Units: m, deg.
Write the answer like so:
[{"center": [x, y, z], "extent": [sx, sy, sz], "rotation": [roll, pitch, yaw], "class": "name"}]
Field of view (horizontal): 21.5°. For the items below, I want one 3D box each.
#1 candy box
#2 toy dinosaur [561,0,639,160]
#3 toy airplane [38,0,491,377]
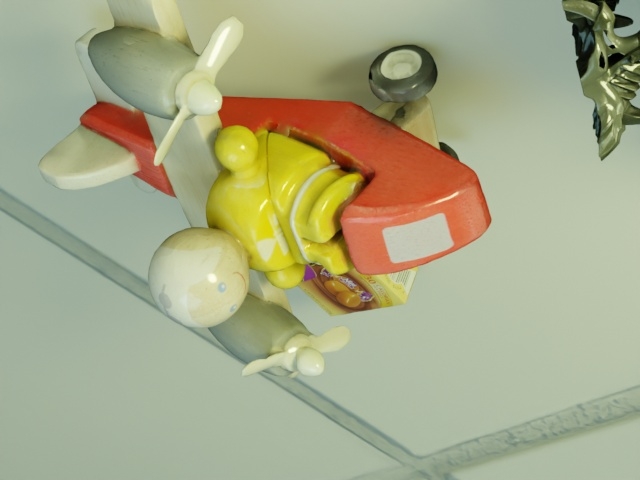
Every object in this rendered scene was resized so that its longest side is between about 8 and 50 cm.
[{"center": [0.000, 0.000, 1.711], "extent": [0.109, 0.053, 0.186], "rotation": [-11, 137, 42], "class": "candy box"}, {"center": [0.287, -0.172, 1.217], "extent": [0.218, 0.164, 0.322], "rotation": [-14, 109, 11], "class": "toy dinosaur"}, {"center": [-0.092, -0.043, 1.482], "extent": [0.386, 0.272, 0.384], "rotation": [35, 143, -12], "class": "toy airplane"}]
